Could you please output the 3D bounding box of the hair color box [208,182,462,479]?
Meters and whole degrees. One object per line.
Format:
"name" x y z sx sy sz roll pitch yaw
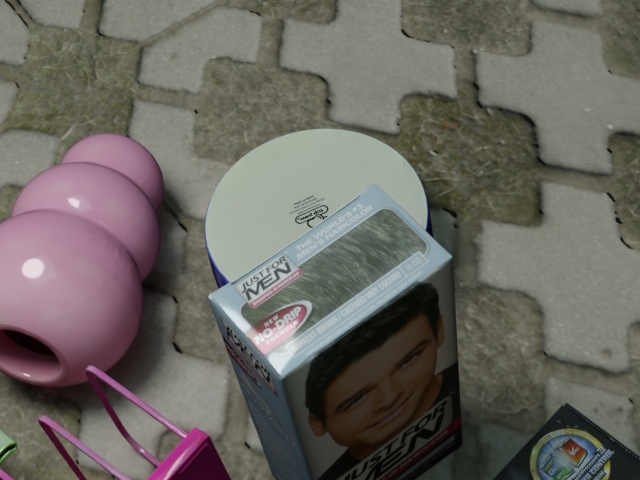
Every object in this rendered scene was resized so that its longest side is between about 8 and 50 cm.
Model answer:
"hair color box" 0.030 0.133 1.223 0.185 0.374 0.113 -35 58 -15

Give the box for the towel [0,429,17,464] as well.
"towel" -0.390 0.214 1.293 0.152 0.023 0.113 23 64 40

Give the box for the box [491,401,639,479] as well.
"box" 0.242 0.324 1.253 0.270 0.060 0.216 -42 61 -19

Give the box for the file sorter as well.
"file sorter" -0.246 0.303 1.257 0.182 0.202 0.291 29 64 29

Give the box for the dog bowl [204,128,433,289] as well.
"dog bowl" 0.000 0.000 1.486 0.264 0.104 0.265 -4 55 6

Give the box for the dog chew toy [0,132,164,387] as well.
"dog chew toy" -0.280 0.005 1.474 0.206 0.207 0.332 8 49 14
